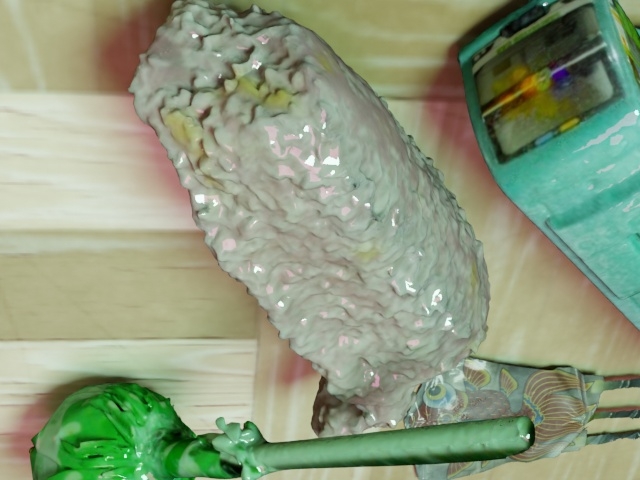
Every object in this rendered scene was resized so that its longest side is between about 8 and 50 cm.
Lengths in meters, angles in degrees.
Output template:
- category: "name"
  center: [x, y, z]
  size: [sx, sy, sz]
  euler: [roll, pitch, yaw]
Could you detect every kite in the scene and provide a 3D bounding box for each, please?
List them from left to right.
- category: "kite"
  center: [0.167, 0.108, 0.672]
  size: [0.229, 0.016, 0.127]
  euler: [-6, 135, -2]

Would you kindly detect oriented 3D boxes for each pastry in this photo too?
- category: "pastry"
  center: [0.013, 0.000, 0.494]
  size: [0.112, 0.103, 0.265]
  euler: [-6, 139, 17]

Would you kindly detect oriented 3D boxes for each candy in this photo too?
- category: "candy"
  center: [-0.033, 0.105, 0.524]
  size: [0.323, 0.097, 0.097]
  euler: [-14, 138, 40]

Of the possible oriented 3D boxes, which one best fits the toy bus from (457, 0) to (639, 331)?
- category: "toy bus"
  center: [0.171, -0.008, 0.510]
  size: [0.091, 0.109, 0.261]
  euler: [-32, 127, 28]
